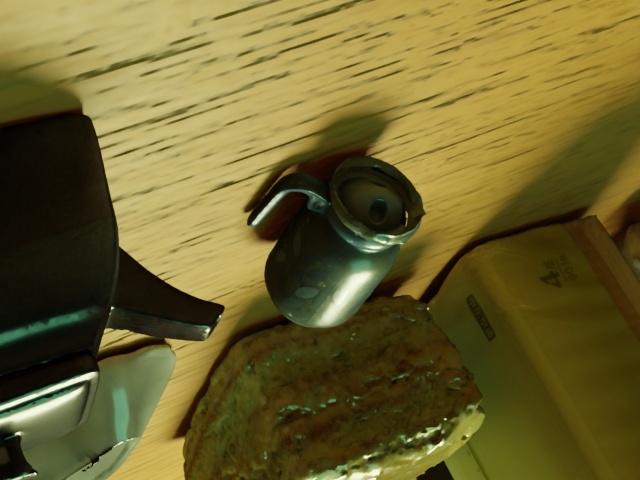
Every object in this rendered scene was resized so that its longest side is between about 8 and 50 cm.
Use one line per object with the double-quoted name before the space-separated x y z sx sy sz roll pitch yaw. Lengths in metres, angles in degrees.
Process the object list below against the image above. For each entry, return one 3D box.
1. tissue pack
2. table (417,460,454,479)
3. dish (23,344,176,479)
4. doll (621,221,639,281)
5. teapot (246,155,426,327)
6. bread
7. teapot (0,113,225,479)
"tissue pack" 0.160 0.123 0.689 0.125 0.234 0.159 -15 155 -27
"table" 0.049 0.250 0.909 0.169 0.173 0.193 -4 153 -18
"dish" -0.122 0.105 0.567 0.137 0.039 0.091 -38 157 28
"doll" 0.289 0.189 0.797 0.348 0.423 0.161 -8 -171 39
"teapot" 0.003 -0.002 0.480 0.049 0.063 0.083 -52 178 -44
"bread" 0.000 0.121 0.674 0.138 0.102 0.196 -13 156 -29
"teapot" -0.116 0.034 0.332 0.177 0.096 0.087 -16 156 -27
